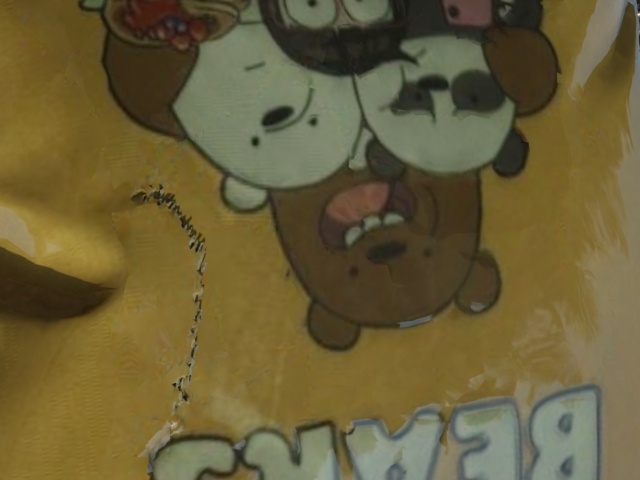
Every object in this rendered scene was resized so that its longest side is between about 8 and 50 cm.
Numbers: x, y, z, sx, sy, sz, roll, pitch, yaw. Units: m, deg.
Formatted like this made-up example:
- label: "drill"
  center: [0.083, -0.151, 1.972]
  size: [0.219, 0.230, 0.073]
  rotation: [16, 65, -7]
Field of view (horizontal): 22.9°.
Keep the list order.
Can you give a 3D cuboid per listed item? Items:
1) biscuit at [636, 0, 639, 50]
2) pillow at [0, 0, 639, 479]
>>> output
- label: "biscuit"
  center: [0.134, -0.185, 0.767]
  size: [0.126, 0.206, 0.025]
  rotation: [-31, 180, -23]
- label: "pillow"
  center: [0.000, 0.000, 0.555]
  size: [0.310, 0.312, 0.119]
  rotation: [-4, 173, -24]
